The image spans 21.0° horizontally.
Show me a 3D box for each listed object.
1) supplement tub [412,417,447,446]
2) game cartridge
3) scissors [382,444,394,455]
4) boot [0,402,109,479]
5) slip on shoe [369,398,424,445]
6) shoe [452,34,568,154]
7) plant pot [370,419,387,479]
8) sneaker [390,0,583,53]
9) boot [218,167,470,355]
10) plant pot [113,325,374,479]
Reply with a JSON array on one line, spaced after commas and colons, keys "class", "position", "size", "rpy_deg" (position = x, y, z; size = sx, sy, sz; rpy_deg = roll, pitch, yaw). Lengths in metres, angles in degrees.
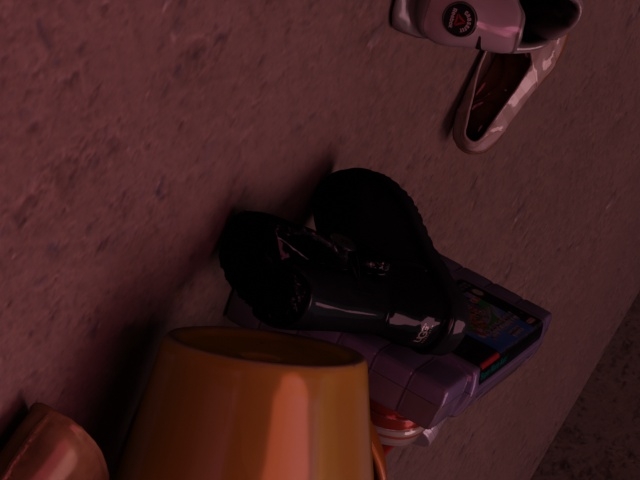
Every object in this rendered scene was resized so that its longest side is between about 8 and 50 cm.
[{"class": "supplement tub", "position": [0.147, 0.221, 2.373], "size": [0.107, 0.071, 0.071], "rpy_deg": [-56, 162, -24]}, {"class": "game cartridge", "position": [0.084, 0.072, 1.691], "size": [0.355, 0.230, 0.068], "rpy_deg": [-22, 134, -66]}, {"class": "scissors", "position": [0.105, 0.235, 2.120], "size": [0.109, 0.021, 0.297], "rpy_deg": [-61, -165, -25]}, {"class": "boot", "position": [-0.247, 0.284, 1.282], "size": [0.269, 0.089, 0.236], "rpy_deg": [-58, 166, -28]}, {"class": "slip on shoe", "position": [0.121, 0.113, 2.008], "size": [0.331, 0.123, 0.101], "rpy_deg": [-53, 158, -58]}, {"class": "shoe", "position": [0.218, -0.196, 1.954], "size": [0.219, 0.076, 0.058], "rpy_deg": [-62, 168, 1]}, {"class": "plant pot", "position": [-0.040, 0.194, 1.583], "size": [0.188, 0.205, 0.205], "rpy_deg": [-79, -169, -73]}, {"class": "sneaker", "position": [0.200, -0.249, 1.714], "size": [0.330, 0.146, 0.122], "rpy_deg": [-42, 152, -53]}, {"class": "boot", "position": [0.000, 0.000, 1.529], "size": [0.207, 0.246, 0.094], "rpy_deg": [15, 119, -38]}, {"class": "plant pot", "position": [-0.060, 0.198, 1.365], "size": [0.254, 0.254, 0.239], "rpy_deg": [-10, 108, -69]}]
